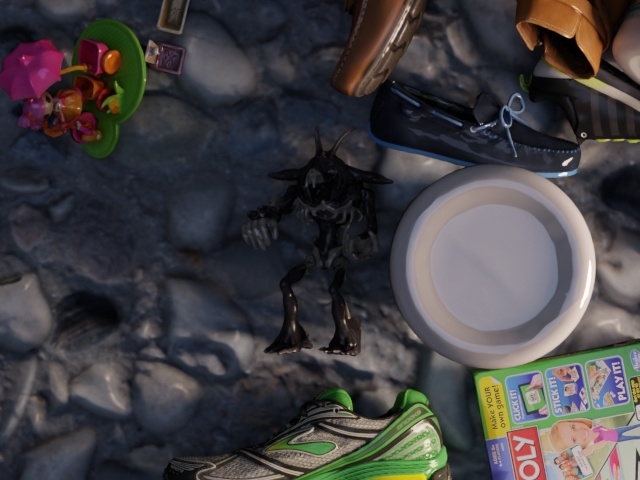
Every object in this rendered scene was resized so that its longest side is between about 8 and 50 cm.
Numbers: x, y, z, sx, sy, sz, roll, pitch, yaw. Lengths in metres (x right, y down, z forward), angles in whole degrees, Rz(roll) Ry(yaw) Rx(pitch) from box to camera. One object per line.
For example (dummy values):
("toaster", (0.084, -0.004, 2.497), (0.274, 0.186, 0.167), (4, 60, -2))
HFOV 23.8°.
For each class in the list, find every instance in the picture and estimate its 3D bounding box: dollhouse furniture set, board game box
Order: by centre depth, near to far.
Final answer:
("dollhouse furniture set", (-0.206, -0.268, 1.842), (0.091, 0.081, 0.114), (14, 92, 2))
("board game box", (0.317, 0.296, 1.851), (0.213, 0.046, 0.317), (-11, 91, 2))

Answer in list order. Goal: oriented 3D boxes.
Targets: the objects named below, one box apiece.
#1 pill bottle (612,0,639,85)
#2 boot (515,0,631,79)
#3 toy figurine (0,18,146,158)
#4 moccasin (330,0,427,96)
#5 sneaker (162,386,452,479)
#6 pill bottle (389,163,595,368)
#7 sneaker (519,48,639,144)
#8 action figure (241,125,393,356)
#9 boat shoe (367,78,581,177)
("pill bottle", (0.457, -0.299, 1.764), (0.146, 0.146, 0.264), (28, 79, 2))
("boot", (0.247, -0.334, 1.746), (0.283, 0.109, 0.220), (35, 64, -29))
("toy figurine", (-0.311, -0.177, 1.795), (0.130, 0.159, 0.173), (25, 111, 35))
("moccasin", (0.071, -0.358, 1.799), (0.147, 0.139, 0.380), (15, 93, 5))
("sneaker", (-0.020, 0.257, 1.838), (0.343, 0.134, 0.146), (-8, 84, -6))
("pill bottle", (0.181, 0.024, 1.690), (0.210, 0.363, 0.210), (0, 91, 3))
("sneaker", (0.350, -0.151, 1.831), (0.234, 0.084, 0.097), (34, 111, 7))
("action figure", (0.000, 0.000, 1.813), (0.164, 0.141, 0.276), (2, 93, 14))
("boat shoe", (0.187, -0.135, 1.812), (0.258, 0.109, 0.089), (10, 105, 0))
